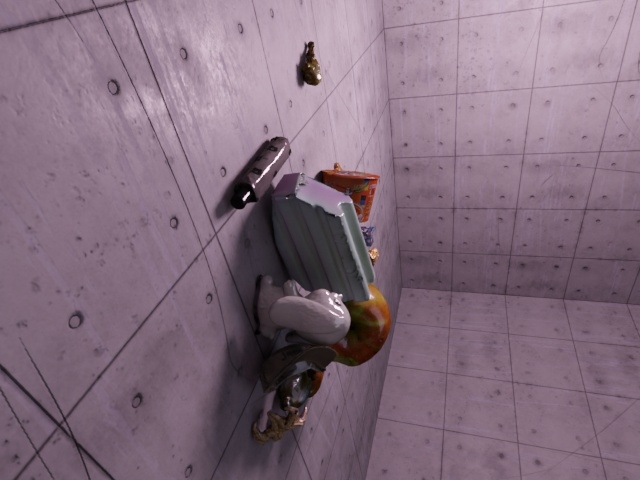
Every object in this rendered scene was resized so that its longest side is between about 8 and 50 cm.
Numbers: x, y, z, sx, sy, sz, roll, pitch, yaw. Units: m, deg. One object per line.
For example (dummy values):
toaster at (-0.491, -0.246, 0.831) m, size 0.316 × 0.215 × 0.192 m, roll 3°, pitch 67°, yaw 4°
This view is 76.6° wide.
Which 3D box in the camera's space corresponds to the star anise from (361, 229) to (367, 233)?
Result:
star anise at (0.134, -0.078, 1.908) m, size 0.140 × 0.145 × 0.158 m, roll 36°, pitch 59°, yaw -57°

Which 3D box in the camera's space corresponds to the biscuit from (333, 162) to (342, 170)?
biscuit at (0.083, -0.307, 1.904) m, size 0.140 × 0.023 × 0.118 m, roll -49°, pitch 138°, yaw -60°

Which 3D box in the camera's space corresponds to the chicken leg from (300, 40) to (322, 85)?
chicken leg at (-0.034, -0.648, 1.475) m, size 0.093 × 0.070 × 0.177 m, roll 31°, pitch 56°, yaw -62°

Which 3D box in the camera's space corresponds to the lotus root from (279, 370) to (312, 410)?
lotus root at (-0.091, 0.516, 1.397) m, size 0.113 × 0.088 × 0.192 m, roll 68°, pitch 24°, yaw -10°

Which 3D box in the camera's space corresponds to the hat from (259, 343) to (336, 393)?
hat at (-0.074, 0.343, 1.209) m, size 0.215 × 0.149 × 0.244 m, roll -9°, pitch 135°, yaw -32°

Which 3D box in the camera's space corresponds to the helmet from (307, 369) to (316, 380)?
helmet at (-0.051, 0.473, 1.527) m, size 0.123 × 0.071 × 0.098 m, roll 103°, pitch -8°, yaw -45°

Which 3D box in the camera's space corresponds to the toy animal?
toy animal at (-0.066, 0.219, 1.198) m, size 0.249 × 0.290 × 0.173 m, roll 39°, pitch 54°, yaw -41°

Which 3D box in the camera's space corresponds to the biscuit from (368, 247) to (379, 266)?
biscuit at (0.189, 0.190, 1.987) m, size 0.094 × 0.054 × 0.378 m, roll -57°, pitch 173°, yaw -50°

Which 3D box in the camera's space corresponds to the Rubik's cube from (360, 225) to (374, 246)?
Rubik's cube at (0.255, -0.024, 2.328) m, size 0.092 × 0.092 × 0.092 m, roll -49°, pitch 137°, yaw -62°

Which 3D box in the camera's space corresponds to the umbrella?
umbrella at (-0.162, -0.194, 1.137) m, size 0.073 × 0.067 × 0.337 m, roll 63°, pitch 32°, yaw -31°

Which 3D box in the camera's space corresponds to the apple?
apple at (0.095, 0.303, 1.554) m, size 0.340 × 0.340 × 0.338 m, roll 2°, pitch 90°, yaw -71°

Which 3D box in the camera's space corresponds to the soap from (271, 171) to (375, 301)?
soap at (0.000, 0.000, 1.317) m, size 0.156 × 0.262 × 0.445 m, roll -64°, pitch 142°, yaw -44°

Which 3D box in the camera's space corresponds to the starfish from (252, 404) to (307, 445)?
starfish at (-0.118, 0.580, 1.280) m, size 0.071 × 0.216 × 0.238 m, roll 62°, pitch -32°, yaw 29°

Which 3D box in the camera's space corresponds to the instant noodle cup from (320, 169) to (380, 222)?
instant noodle cup at (0.114, -0.189, 1.710) m, size 0.250 × 0.251 × 0.191 m, roll -33°, pitch 132°, yaw -67°

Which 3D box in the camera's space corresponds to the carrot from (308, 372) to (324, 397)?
carrot at (-0.023, 0.577, 1.656) m, size 0.062 × 0.066 × 0.271 m, roll -46°, pitch 169°, yaw 13°
